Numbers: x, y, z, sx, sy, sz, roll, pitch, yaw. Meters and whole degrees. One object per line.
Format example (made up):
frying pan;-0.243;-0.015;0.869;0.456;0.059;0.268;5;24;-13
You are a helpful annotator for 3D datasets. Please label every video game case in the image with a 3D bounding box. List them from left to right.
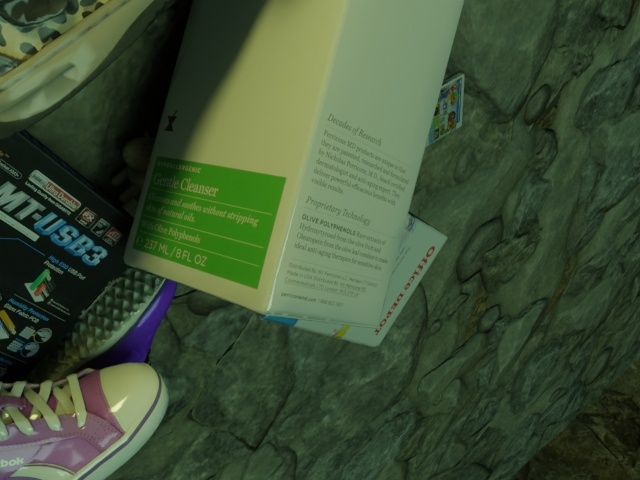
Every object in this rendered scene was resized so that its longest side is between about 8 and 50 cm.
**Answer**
video game case;0.157;-0.176;0.971;0.122;0.011;0.087;-32;137;-25

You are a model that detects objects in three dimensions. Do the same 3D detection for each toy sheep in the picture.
toy sheep;-0.148;-0.056;0.687;0.091;0.091;0.132;-49;138;-6

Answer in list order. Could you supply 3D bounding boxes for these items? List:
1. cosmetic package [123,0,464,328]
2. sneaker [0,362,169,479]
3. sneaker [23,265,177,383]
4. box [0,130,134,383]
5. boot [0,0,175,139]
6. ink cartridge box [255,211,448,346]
cosmetic package;-0.016;-0.126;0.603;0.155;0.197;0.365;15;88;-49
sneaker;-0.274;0.152;0.568;0.282;0.102;0.161;-25;131;-17
sneaker;-0.233;0.136;0.740;0.293;0.102;0.146;-50;143;8
box;-0.335;0.023;0.563;0.293;0.073;0.295;-50;142;-6
boot;-0.182;-0.284;0.429;0.377;0.138;0.284;-51;136;-16
ink cartridge box;0.000;0.000;0.814;0.233;0.168;0.171;25;100;-52
